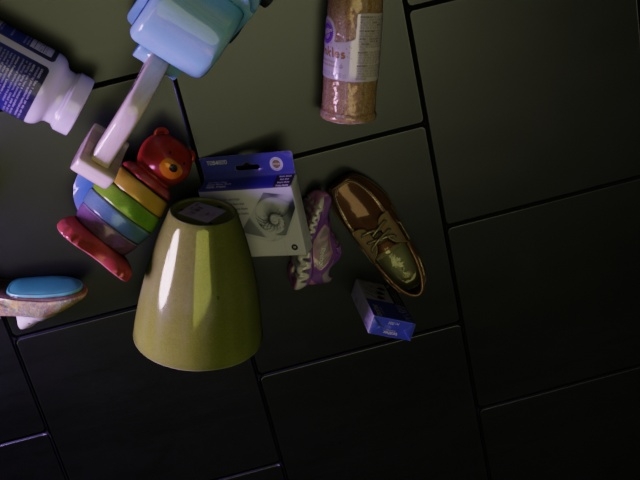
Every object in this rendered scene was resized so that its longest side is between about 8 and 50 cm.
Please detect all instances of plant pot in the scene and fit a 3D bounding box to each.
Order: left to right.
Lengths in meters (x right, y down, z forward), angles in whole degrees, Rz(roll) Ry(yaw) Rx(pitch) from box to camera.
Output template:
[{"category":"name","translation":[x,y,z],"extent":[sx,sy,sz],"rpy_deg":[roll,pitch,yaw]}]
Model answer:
[{"category":"plant pot","translation":[-0.247,0.071,1.949],"extent":[0.275,0.275,0.293],"rpy_deg":[0,118,-9]}]

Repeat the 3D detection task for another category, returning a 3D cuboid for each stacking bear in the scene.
[{"category":"stacking bear","translation":[-0.374,-0.092,1.914],"extent":[0.175,0.164,0.289],"rpy_deg":[41,87,-26]}]

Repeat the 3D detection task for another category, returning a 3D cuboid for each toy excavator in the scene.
[{"category":"toy excavator","translation":[-0.291,-0.351,1.758],"extent":[0.222,0.445,0.433],"rpy_deg":[33,146,-19]}]

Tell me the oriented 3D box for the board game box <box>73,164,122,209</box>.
[{"category":"board game box","translation":[-0.435,-0.101,2.001],"extent":[0.169,0.033,0.133],"rpy_deg":[26,104,-18]}]

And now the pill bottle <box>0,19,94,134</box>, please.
[{"category":"pill bottle","translation":[-0.582,-0.320,1.828],"extent":[0.265,0.153,0.153],"rpy_deg":[28,104,-17]}]

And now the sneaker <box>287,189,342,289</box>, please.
[{"category":"sneaker","translation":[0.000,0.000,2.083],"extent":[0.105,0.095,0.236],"rpy_deg":[4,115,-17]}]

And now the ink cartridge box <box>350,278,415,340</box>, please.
[{"category":"ink cartridge box","translation":[0.136,0.151,2.094],"extent":[0.097,0.207,0.046],"rpy_deg":[13,108,-13]}]

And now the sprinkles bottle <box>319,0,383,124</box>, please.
[{"category":"sprinkles bottle","translation":[0.066,-0.417,1.908],"extent":[0.121,0.121,0.355],"rpy_deg":[-1,111,-9]}]

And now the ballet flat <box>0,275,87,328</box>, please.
[{"category":"ballet flat","translation":[-0.668,0.135,2.016],"extent":[0.349,0.123,0.123],"rpy_deg":[2,111,-3]}]

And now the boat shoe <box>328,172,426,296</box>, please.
[{"category":"boat shoe","translation":[0.140,-0.007,2.080],"extent":[0.122,0.120,0.324],"rpy_deg":[-37,112,6]}]

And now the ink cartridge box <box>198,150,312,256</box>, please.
[{"category":"ink cartridge box","translation":[-0.144,-0.071,2.003],"extent":[0.223,0.045,0.224],"rpy_deg":[-3,113,22]}]
